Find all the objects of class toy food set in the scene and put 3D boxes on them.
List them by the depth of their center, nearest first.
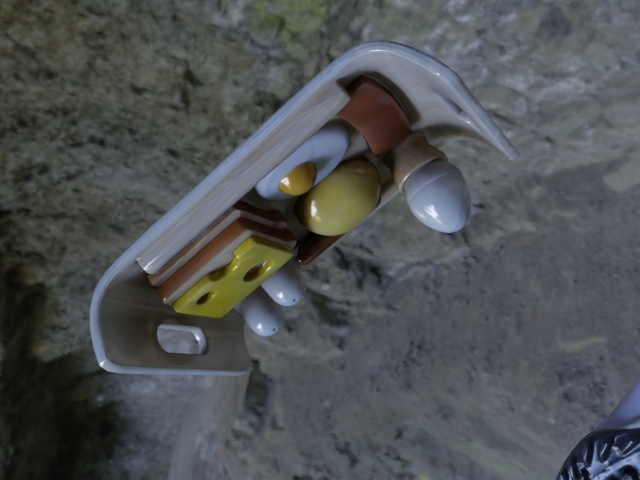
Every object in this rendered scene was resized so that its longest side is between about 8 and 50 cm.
[{"bbox_3d":[0.000,0.000,0.664,0.306,0.220,0.092,-41,69,13],"label":"toy food set"}]

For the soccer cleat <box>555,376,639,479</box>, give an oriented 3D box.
[{"bbox_3d":[0.269,0.119,0.624,0.108,0.116,0.318,37,120,26],"label":"soccer cleat"}]
